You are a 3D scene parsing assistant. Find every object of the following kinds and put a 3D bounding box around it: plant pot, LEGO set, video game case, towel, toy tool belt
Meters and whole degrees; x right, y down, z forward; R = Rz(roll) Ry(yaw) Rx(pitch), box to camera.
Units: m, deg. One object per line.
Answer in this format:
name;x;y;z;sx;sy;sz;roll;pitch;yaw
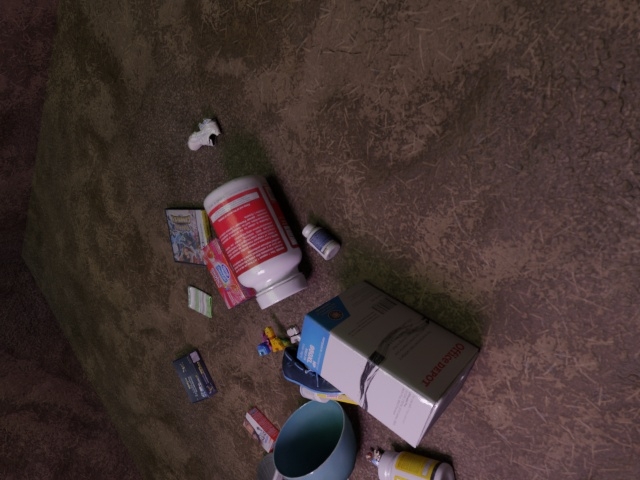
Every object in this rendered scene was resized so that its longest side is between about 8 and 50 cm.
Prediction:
plant pot;0.011;0.723;1.482;0.290;0.290;0.195;-16;119;41
LEGO set;-0.177;0.363;1.622;0.227;0.087;0.093;-26;87;40
video game case;-0.561;-0.016;1.856;0.274;0.035;0.249;4;106;39
towel;-0.540;0.275;1.938;0.152;0.023;0.113;18;115;35
toy tool belt;0.199;0.730;1.457;0.083;0.052;0.051;31;90;25

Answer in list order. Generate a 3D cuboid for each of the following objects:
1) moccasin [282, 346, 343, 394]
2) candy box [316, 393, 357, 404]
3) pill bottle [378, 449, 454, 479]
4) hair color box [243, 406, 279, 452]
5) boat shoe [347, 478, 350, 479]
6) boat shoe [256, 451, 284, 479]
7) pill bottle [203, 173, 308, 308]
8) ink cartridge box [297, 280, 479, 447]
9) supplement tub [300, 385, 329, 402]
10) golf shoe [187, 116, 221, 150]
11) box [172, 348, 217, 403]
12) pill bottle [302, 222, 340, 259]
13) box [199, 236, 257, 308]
moccasin;-0.021;0.440;1.486;0.341;0.137;0.117;-2;98;39
candy box;0.098;0.514;1.430;0.205;0.105;0.027;-6;78;40
pill bottle;0.290;0.720;1.325;0.208;0.119;0.119;-4;101;40
hair color box;-0.251;0.805;1.844;0.167;0.053;0.093;36;125;27
boat shoe;0.095;0.968;1.597;0.081;0.068;0.228;-29;85;42
boat shoe;-0.209;1.031;1.863;0.118;0.103;0.321;40;122;47
pill bottle;-0.204;0.007;1.437;0.229;0.229;0.408;-31;83;41
ink cartridge box;0.179;0.308;1.176;0.394;0.285;0.166;29;122;30
supplement tub;-0.016;0.534;1.544;0.107;0.071;0.071;-10;97;49
golf shoe;-0.435;-0.378;1.620;0.176;0.069;0.086;-37;85;41
box;-0.610;0.659;2.091;0.183;0.059;0.233;-31;83;42
pill bottle;0.000;0.000;1.374;0.120;0.067;0.067;44;127;21
box;-0.330;0.110;1.645;0.128;0.122;0.257;-33;82;40
